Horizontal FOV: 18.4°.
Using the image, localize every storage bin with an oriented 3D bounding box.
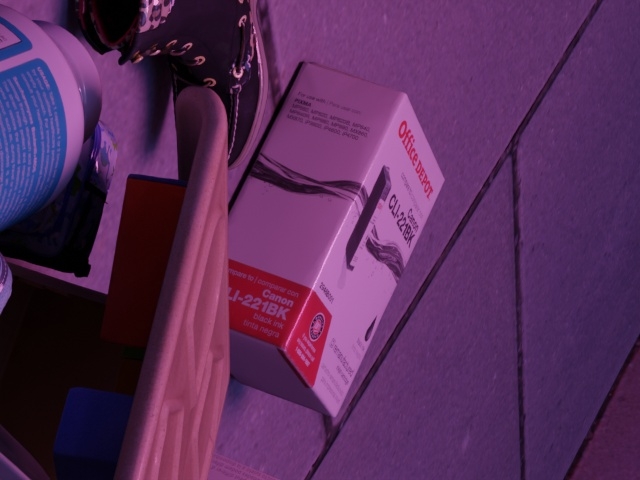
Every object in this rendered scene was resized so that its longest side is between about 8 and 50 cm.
[{"bbox_3d":[-0.247,0.139,1.366,0.260,0.123,0.262,-71,159,-2],"label":"storage bin"}]

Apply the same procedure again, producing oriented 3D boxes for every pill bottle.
[{"bbox_3d":[-0.240,-0.061,1.185,0.264,0.146,0.146,-32,137,-57],"label":"pill bottle"}]

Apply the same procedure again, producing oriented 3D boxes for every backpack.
[{"bbox_3d":[-0.197,-0.046,1.357,0.084,0.105,0.114,50,57,-66],"label":"backpack"}]

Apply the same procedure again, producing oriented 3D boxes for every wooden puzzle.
[{"bbox_3d":[-0.113,0.123,1.280,0.322,0.081,0.347,94,1,-56],"label":"wooden puzzle"}]

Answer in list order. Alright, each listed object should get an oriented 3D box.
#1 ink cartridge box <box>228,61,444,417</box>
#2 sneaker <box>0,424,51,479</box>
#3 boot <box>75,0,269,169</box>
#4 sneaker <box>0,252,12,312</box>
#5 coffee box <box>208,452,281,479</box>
[{"bbox_3d":[0.000,0.000,1.852,0.272,0.114,0.197,-65,157,-16],"label":"ink cartridge box"},{"bbox_3d":[-0.255,0.212,1.044,0.257,0.447,0.169,-39,143,-28],"label":"sneaker"},{"bbox_3d":[-0.116,-0.148,1.501,0.178,0.085,0.236,-31,131,-55],"label":"boot"},{"bbox_3d":[-0.277,0.055,1.032,0.122,0.283,0.110,32,48,-39],"label":"sneaker"},{"bbox_3d":[-0.069,0.442,1.750,0.334,0.338,0.338,-55,154,-33],"label":"coffee box"}]
